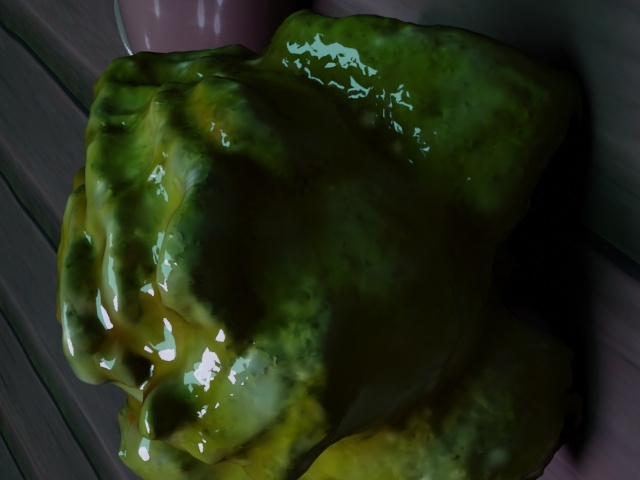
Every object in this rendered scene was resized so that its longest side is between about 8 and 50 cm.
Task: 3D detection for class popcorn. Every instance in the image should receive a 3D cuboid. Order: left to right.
[{"bbox_3d":[-0.005,-0.010,1.123,0.326,0.290,0.321,-35,56,38],"label":"popcorn"}]

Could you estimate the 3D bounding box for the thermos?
[{"bbox_3d":[-0.095,-0.178,1.510,0.176,0.146,0.265,41,149,28],"label":"thermos"}]
